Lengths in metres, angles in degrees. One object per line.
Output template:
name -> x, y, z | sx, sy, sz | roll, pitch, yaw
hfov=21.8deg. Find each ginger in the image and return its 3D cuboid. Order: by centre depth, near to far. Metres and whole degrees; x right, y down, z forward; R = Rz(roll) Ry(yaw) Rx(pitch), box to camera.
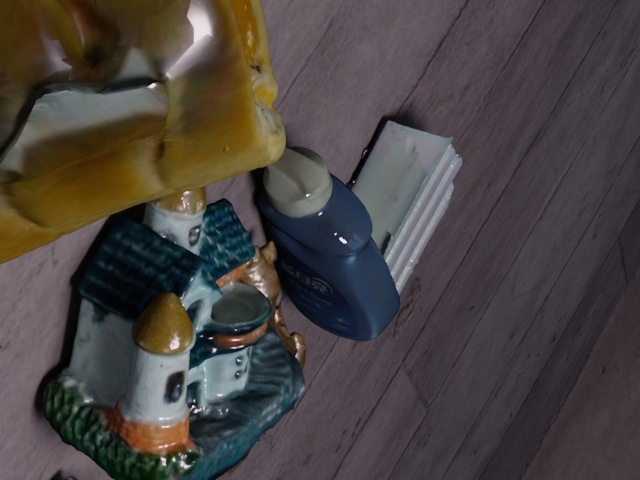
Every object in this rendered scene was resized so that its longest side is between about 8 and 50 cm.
ginger -> -0.077, 0.135, 1.880 | 0.166, 0.080, 0.333 | -38, 145, -24

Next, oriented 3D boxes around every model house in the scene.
model house -> -0.129, 0.058, 1.582 | 0.253, 0.184, 0.291 | -29, 135, -47

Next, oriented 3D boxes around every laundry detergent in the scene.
laundry detergent -> 0.000, 0.000, 1.833 | 0.094, 0.143, 0.290 | -49, 150, -16

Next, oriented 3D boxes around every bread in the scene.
bread -> -0.199, -0.117, 0.969 | 0.341, 0.210, 0.301 | -17, 127, -11

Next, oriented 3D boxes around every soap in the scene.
soap -> 0.082, -0.028, 2.036 | 0.230, 0.091, 0.145 | -62, 160, -6

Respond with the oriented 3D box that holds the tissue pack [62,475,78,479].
tissue pack -> -0.300, 0.470, 1.696 | 0.288, 0.124, 0.394 | -48, 152, -41
